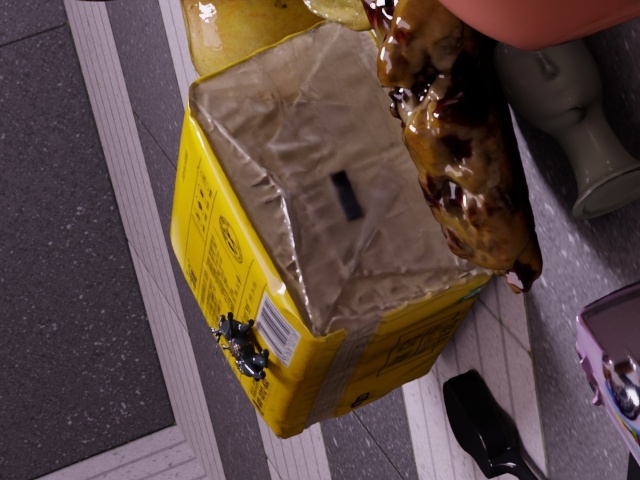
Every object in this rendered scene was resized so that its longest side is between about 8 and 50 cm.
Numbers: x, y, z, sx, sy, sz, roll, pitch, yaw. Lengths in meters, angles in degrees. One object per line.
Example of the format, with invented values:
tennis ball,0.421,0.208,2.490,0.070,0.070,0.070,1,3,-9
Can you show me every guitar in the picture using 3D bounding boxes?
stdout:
guitar,0.191,0.225,1.883,0.271,0.038,0.084,-129,22,-54

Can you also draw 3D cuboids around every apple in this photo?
apple,-0.065,-0.236,1.982,0.182,0.155,0.183,169,90,-87

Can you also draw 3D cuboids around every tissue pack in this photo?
tissue pack,0.000,0.000,1.892,0.293,0.228,0.382,60,164,14

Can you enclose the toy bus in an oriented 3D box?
toy bus,0.276,0.161,1.358,0.112,0.090,0.274,80,165,-57

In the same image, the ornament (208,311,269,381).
ornament,-0.079,0.104,1.836,0.073,0.028,0.125,62,163,1

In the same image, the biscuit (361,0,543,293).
biscuit,0.097,-0.113,1.442,0.334,0.081,0.289,64,-165,-46

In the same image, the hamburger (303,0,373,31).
hamburger,0.033,-0.275,1.605,0.189,0.122,0.215,65,164,-10

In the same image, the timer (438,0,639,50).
timer,0.137,-0.224,1.041,0.229,0.229,0.215,164,84,-76

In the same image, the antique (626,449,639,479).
antique,0.270,0.208,1.600,0.192,0.015,0.031,84,159,-48

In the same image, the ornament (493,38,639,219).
ornament,0.180,-0.097,1.384,0.156,0.074,0.081,65,-172,24
